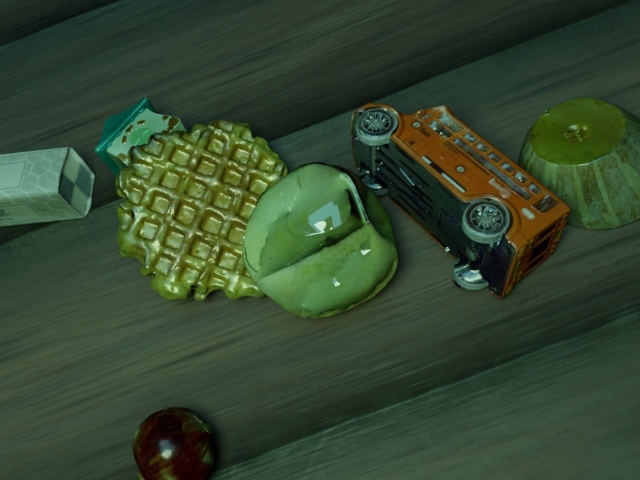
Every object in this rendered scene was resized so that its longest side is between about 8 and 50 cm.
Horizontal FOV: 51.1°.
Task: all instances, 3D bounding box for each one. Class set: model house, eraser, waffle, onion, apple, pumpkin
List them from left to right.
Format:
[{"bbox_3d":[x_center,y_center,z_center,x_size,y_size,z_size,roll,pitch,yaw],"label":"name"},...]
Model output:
[{"bbox_3d":[-0.605,-0.081,1.162,0.404,0.098,0.096,-6,62,10],"label":"eraser"},{"bbox_3d":[-0.305,-0.162,1.137,0.149,0.100,0.127,30,72,27],"label":"model house"},{"bbox_3d":[-0.194,0.275,0.873,0.117,0.118,0.118,39,76,23],"label":"onion"},{"bbox_3d":[-0.168,-0.051,1.028,0.282,0.058,0.300,-3,71,-10],"label":"waffle"},{"bbox_3d":[0.000,0.000,0.936,0.188,0.174,0.207,-31,103,17],"label":"apple"},{"bbox_3d":[0.392,-0.132,0.959,0.217,0.110,0.217,-8,61,16],"label":"pumpkin"}]

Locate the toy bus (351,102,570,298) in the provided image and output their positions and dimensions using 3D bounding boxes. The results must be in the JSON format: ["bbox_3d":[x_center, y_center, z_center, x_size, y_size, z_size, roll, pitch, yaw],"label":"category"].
[{"bbox_3d":[0.183,-0.082,0.960,0.153,0.143,0.329,-34,59,-17],"label":"toy bus"}]
